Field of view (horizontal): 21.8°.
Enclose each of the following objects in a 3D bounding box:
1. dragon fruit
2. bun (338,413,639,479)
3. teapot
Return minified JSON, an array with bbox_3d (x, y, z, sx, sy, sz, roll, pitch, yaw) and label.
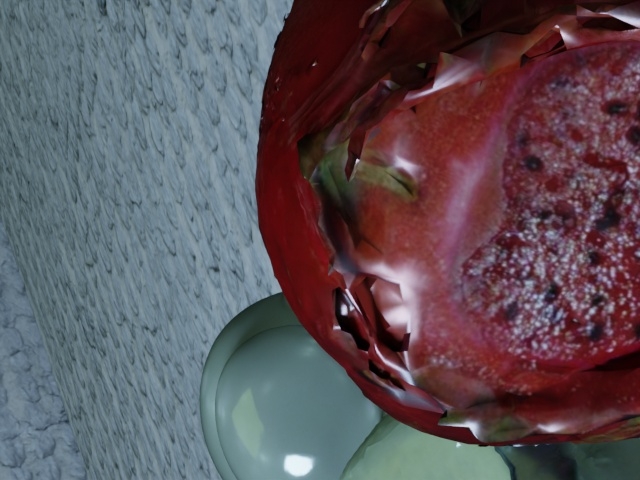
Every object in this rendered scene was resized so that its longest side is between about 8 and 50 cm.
[{"bbox_3d":[0.117,-0.049,0.803,0.296,0.301,0.295,10,117,20],"label":"dragon fruit"},{"bbox_3d":[0.146,0.218,1.026,0.293,0.187,0.293,1,92,43],"label":"bun"},{"bbox_3d":[-0.013,0.081,1.325,0.149,0.220,0.318,2,-112,-76],"label":"teapot"}]
